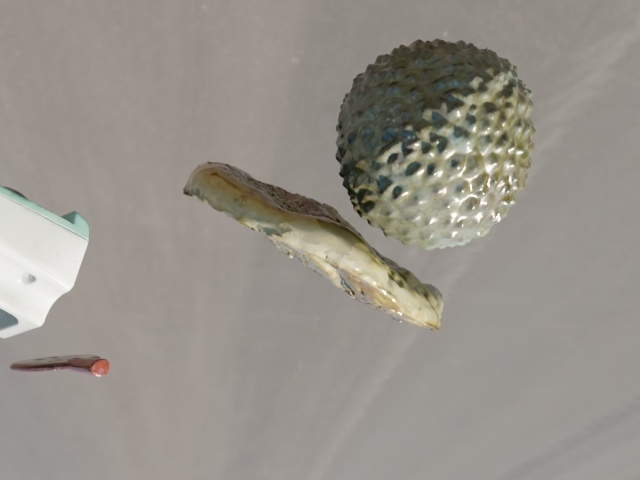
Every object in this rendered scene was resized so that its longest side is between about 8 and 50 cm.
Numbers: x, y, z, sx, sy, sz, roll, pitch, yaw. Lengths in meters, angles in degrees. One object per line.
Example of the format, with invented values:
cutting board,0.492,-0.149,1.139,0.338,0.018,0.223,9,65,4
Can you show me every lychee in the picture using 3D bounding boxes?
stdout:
lychee,0.141,-0.119,1.533,0.255,0.255,0.274,19,136,-36

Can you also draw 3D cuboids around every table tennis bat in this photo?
table tennis bat,-0.278,0.136,1.388,0.098,0.019,0.154,-4,-179,-39

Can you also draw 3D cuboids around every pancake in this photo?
pancake,-0.001,-0.001,1.639,0.386,0.082,0.387,30,-175,-3

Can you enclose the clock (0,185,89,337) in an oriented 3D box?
clock,-0.398,0.015,1.246,0.262,0.116,0.231,-19,144,38

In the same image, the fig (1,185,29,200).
fig,-0.478,-0.010,1.935,0.123,0.123,0.156,-7,141,37
